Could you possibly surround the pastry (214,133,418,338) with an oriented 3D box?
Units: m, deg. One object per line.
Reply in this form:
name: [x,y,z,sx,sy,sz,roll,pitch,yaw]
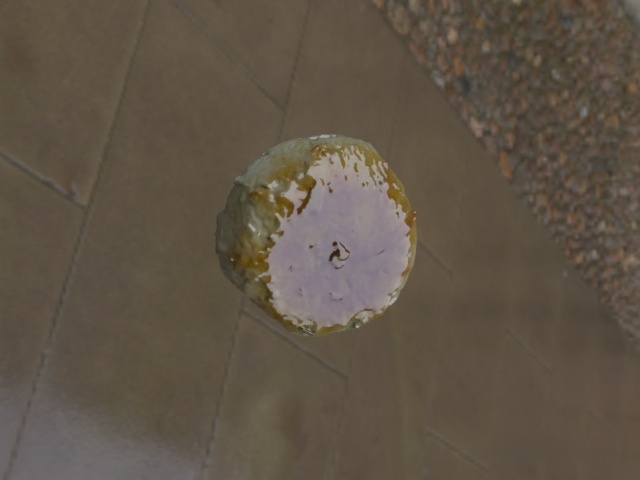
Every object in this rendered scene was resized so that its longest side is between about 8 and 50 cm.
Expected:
pastry: [0.000,0.000,0.959,0.182,0.093,0.192,-40,125,-10]
